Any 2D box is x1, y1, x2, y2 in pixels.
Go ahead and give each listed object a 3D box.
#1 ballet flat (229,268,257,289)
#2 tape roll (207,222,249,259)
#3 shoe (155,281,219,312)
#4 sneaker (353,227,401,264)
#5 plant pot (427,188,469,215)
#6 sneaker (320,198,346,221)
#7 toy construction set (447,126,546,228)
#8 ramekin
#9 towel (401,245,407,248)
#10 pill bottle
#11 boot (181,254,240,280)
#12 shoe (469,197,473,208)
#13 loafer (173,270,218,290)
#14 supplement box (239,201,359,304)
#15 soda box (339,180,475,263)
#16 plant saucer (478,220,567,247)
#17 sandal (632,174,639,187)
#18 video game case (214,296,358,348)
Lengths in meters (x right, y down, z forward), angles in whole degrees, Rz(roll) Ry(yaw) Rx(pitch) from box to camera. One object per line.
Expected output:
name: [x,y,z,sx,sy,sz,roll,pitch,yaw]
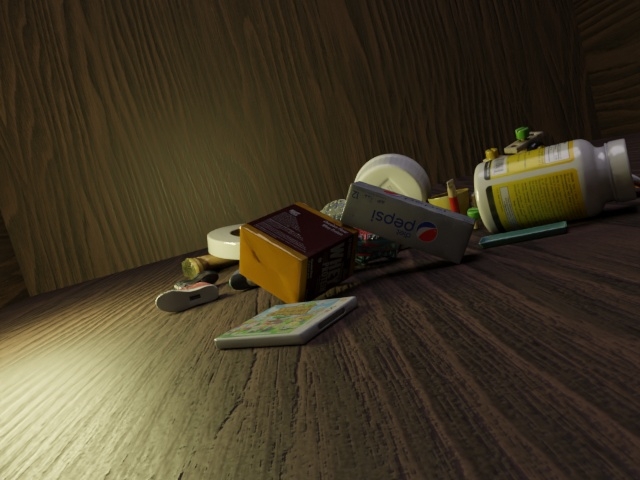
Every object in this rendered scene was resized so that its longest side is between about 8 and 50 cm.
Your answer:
ballet flat: [-0.174,0.095,1.646,0.203,0.074,0.074,-18,7,-42]
tape roll: [-0.266,-0.003,2.276,0.392,0.072,0.392,-2,13,1]
shoe: [-0.385,0.163,1.605,0.178,0.063,0.081,-12,4,-16]
sneaker: [0.084,0.023,1.464,0.262,0.125,0.104,-4,38,18]
plant pot: [0.430,-0.107,1.818,0.134,0.095,0.134,-15,6,2]
sneaker: [-0.008,-0.045,1.861,0.297,0.111,0.129,-9,-27,23]
toy construction set: [0.505,-0.194,1.564,0.309,0.237,0.257,-21,29,-2]
ramekin: [0.240,-0.152,1.913,0.277,0.277,0.135,-13,14,17]
towel: [0.163,0.021,1.641,0.285,0.034,0.209,-15,4,-13]
pill bottle: [0.558,-0.133,1.332,0.334,0.188,0.188,-11,8,30]
boot: [-0.414,0.080,2.259,0.270,0.089,0.236,-15,10,-24]
shoe: [0.555,-0.108,1.752,0.077,0.058,0.219,4,1,-28]
loafer: [-0.395,0.147,1.816,0.061,0.062,0.170,17,29,35]
supplement box: [-0.050,0.027,1.270,0.191,0.129,0.194,28,37,32]
soda box: [0.196,-0.045,1.256,0.286,0.098,0.091,19,16,13]
plant saucer: [0.465,-0.012,1.275,0.192,0.018,0.067,-12,7,25]
sandal: [0.740,-0.154,1.492,0.102,0.076,0.265,14,7,-44]
video game case: [-0.063,0.156,1.060,0.212,0.023,0.193,-11,8,35]
